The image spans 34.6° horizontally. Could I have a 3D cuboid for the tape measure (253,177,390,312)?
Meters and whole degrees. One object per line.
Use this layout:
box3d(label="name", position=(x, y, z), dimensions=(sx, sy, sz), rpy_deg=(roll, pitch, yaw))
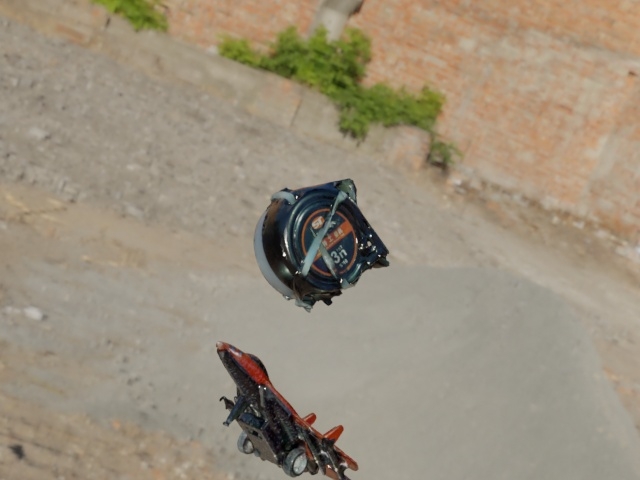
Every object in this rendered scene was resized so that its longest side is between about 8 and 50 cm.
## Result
box3d(label="tape measure", position=(-0.002, 0.000, 0.755), dimensions=(0.094, 0.091, 0.054), rpy_deg=(-29, 7, -36))

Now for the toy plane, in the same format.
box3d(label="toy plane", position=(-0.041, 0.137, 0.795), dimensions=(0.130, 0.061, 0.189), rpy_deg=(18, -21, 38))
